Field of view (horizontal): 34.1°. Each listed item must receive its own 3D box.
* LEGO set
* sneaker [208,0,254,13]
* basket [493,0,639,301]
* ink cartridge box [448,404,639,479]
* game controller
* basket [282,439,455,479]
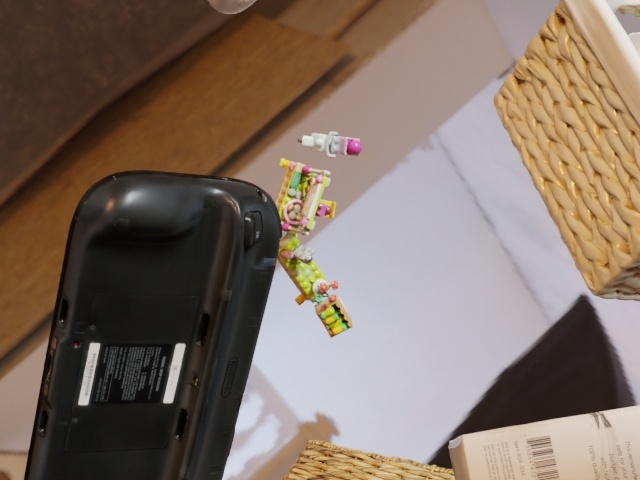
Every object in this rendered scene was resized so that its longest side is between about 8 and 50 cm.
[{"bbox_3d":[0.000,0.000,1.382,0.107,0.132,0.287,15,-72,61],"label":"LEGO set"},{"bbox_3d":[-0.069,-0.298,1.099,0.080,0.094,0.212,26,-39,-21],"label":"sneaker"},{"bbox_3d":[0.187,-0.055,0.589,0.103,0.113,0.167,-54,-137,42],"label":"basket"},{"bbox_3d":[0.307,0.307,1.218,0.115,0.273,0.198,96,-15,-75],"label":"ink cartridge box"},{"bbox_3d":[-0.134,0.098,0.828,0.166,0.319,0.067,7,20,-22],"label":"game controller"},{"bbox_3d":[0.067,0.465,1.567,0.299,0.223,0.213,5,-57,30],"label":"basket"}]
